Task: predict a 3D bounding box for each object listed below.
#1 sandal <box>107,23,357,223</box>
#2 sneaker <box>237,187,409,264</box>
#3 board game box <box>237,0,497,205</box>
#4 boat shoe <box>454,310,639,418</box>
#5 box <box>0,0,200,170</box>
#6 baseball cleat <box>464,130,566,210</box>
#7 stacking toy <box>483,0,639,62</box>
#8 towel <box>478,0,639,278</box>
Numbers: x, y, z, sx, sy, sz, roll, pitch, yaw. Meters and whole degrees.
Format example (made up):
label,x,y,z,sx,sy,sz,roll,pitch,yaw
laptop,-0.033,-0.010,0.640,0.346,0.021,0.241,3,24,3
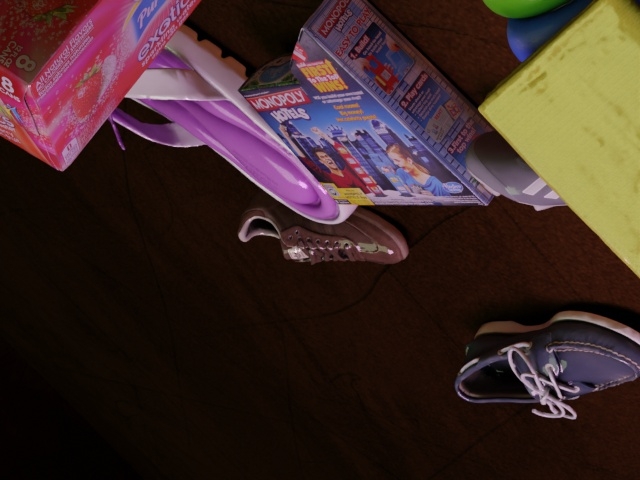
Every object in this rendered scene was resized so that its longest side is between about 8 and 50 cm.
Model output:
label,x,y,z,sx,sy,sz,roll,pitch,yaw
sandal,-0.152,-0.131,1.134,0.416,0.102,0.169,31,157,11
sneaker,0.000,0.000,1.223,0.188,0.071,0.066,20,153,34
board game box,0.030,-0.113,0.970,0.194,0.060,0.194,3,140,53
boat shoe,0.214,0.120,1.150,0.095,0.079,0.254,44,156,-21
box,-0.156,-0.194,0.807,0.128,0.257,0.123,31,160,10
baseball cleat,0.195,-0.064,0.846,0.206,0.072,0.109,17,139,27
stacking toy,0.131,-0.170,0.649,0.330,0.141,0.141,51,154,-20
towel,0.199,-0.019,0.634,0.237,0.021,0.102,44,123,-7
